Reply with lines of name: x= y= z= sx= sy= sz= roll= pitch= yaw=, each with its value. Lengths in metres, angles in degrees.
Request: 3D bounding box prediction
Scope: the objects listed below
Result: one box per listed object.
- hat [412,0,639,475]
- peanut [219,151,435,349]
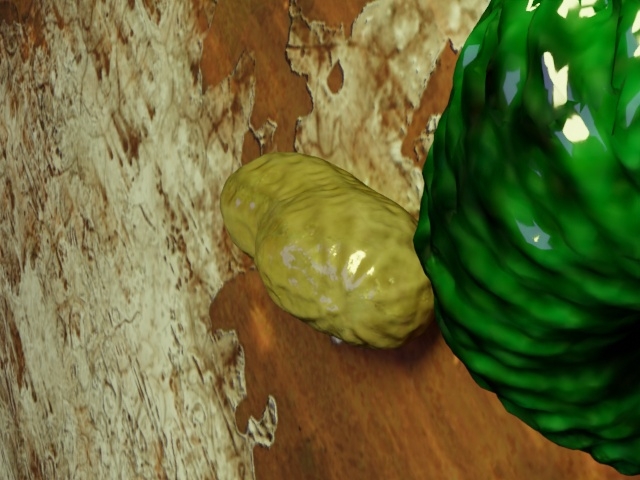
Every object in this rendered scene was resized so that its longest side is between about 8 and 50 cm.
hat: x=0.187 y=-0.084 z=0.465 sx=0.274 sy=0.242 sz=0.332 roll=115 pitch=178 yaw=-65
peanut: x=0.000 y=0.000 z=0.851 sx=0.226 sy=0.108 sz=0.095 roll=41 pitch=129 yaw=54
